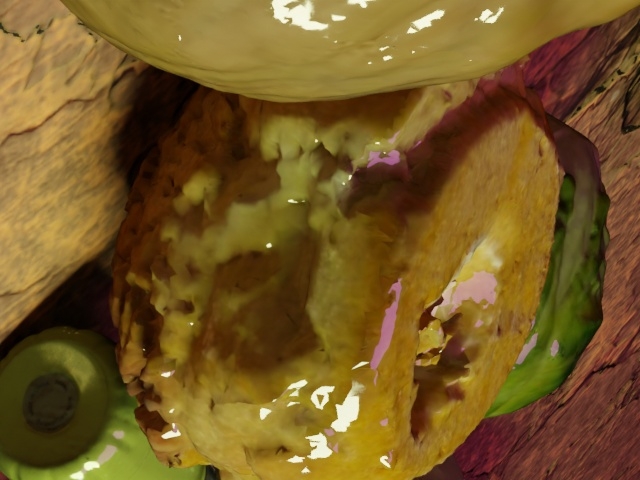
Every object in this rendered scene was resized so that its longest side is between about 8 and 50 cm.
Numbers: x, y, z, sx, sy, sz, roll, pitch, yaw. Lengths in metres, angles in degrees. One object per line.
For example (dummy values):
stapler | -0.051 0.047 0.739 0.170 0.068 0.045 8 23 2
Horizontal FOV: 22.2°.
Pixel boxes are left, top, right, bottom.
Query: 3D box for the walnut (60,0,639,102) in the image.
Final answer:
walnut | 0.019 -0.228 0.543 0.383 0.383 0.383 -39 155 -22

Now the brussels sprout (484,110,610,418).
brussels sprout | 0.136 0.010 1.335 0.219 0.210 0.271 35 79 -46

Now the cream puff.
cream puff | 0.000 0.000 1.026 0.327 0.231 0.343 -47 145 -38

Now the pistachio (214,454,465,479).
pistachio | 0.008 0.297 1.429 0.445 0.282 0.365 49 51 -79

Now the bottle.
bottle | -0.142 0.145 1.153 0.112 0.112 0.260 -47 157 -5
